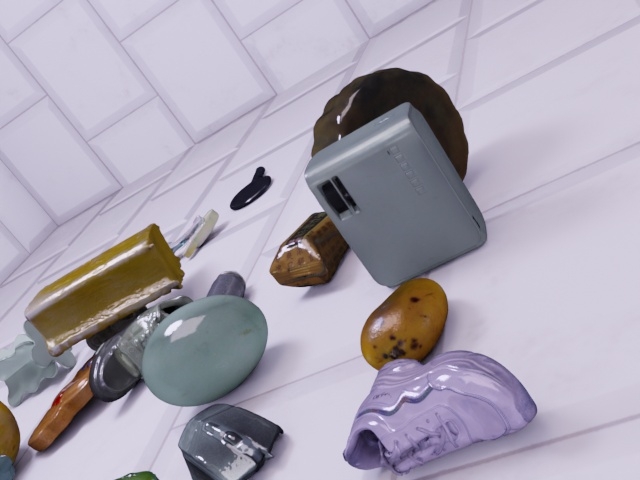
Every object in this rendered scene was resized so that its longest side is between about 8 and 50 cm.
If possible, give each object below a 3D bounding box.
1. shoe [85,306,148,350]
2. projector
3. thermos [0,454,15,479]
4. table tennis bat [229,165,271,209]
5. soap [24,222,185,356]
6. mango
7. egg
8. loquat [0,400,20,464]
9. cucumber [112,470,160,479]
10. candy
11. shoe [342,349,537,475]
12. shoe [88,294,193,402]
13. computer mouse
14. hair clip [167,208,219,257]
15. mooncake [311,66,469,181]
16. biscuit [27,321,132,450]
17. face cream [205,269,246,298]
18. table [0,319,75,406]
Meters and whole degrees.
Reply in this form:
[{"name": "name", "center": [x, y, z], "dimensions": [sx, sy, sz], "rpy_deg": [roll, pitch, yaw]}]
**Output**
[{"name": "shoe", "center": [-0.510, 0.210, 1.926], "dimensions": [0.169, 0.071, 0.099], "rpy_deg": [-36, 16, -11]}, {"name": "projector", "center": [0.123, -0.068, 1.246], "dimensions": [0.198, 0.250, 0.108], "rpy_deg": [-28, 22, 22]}, {"name": "thermos", "center": [-0.667, 0.518, 1.385], "dimensions": [0.182, 0.145, 0.286], "rpy_deg": [-41, 13, 30]}, {"name": "table tennis bat", "center": [-0.205, -0.164, 2.330], "dimensions": [0.150, 0.027, 0.236], "rpy_deg": [-28, 23, 22]}, {"name": "soap", "center": [-0.494, 0.108, 1.813], "dimensions": [0.335, 0.156, 0.293], "rpy_deg": [-30, 15, 0]}, {"name": "mango", "center": [0.124, 0.113, 1.083], "dimensions": [0.115, 0.090, 0.178], "rpy_deg": [-25, 13, 48]}, {"name": "egg", "center": [-0.196, 0.186, 1.312], "dimensions": [0.231, 0.168, 0.168], "rpy_deg": [-34, 20, -3]}, {"name": "loquat", "center": [-0.749, 0.421, 1.593], "dimensions": [0.244, 0.244, 0.244], "rpy_deg": [-31, 20, 13]}, {"name": "cucumber", "center": [-0.271, 0.409, 1.015], "dimensions": [0.191, 0.130, 0.191], "rpy_deg": [-25, 19, 9]}, {"name": "candy", "center": [0.000, 0.000, 1.525], "dimensions": [0.143, 0.101, 0.271], "rpy_deg": [-15, 22, 32]}, {"name": "shoe", "center": [0.125, 0.205, 0.871], "dimensions": [0.245, 0.095, 0.137], "rpy_deg": [-14, 32, 53]}, {"name": "shoe", "center": [-0.358, 0.209, 1.604], "dimensions": [0.149, 0.109, 0.293], "rpy_deg": [-30, 15, 32]}, {"name": "computer mouse", "center": [-0.145, 0.294, 1.130], "dimensions": [0.126, 0.071, 0.231], "rpy_deg": [-46, 23, -25]}, {"name": "hair clip", "center": [-0.375, -0.005, 2.182], "dimensions": [0.218, 0.071, 0.159], "rpy_deg": [-40, 22, 4]}, {"name": "mooncake", "center": [0.123, -0.173, 1.433], "dimensions": [0.290, 0.290, 0.161], "rpy_deg": [-43, 19, -20]}, {"name": "biscuit", "center": [-0.519, 0.311, 1.681], "dimensions": [0.202, 0.047, 0.334], "rpy_deg": [-30, 22, 52]}, {"name": "face cream", "center": [-0.209, 0.147, 1.562], "dimensions": [0.073, 0.073, 0.283], "rpy_deg": [-27, 22, 22]}, {"name": "table", "center": [-0.755, 0.315, 1.972], "dimensions": [0.198, 0.166, 0.166], "rpy_deg": [-37, 18, 21]}]
